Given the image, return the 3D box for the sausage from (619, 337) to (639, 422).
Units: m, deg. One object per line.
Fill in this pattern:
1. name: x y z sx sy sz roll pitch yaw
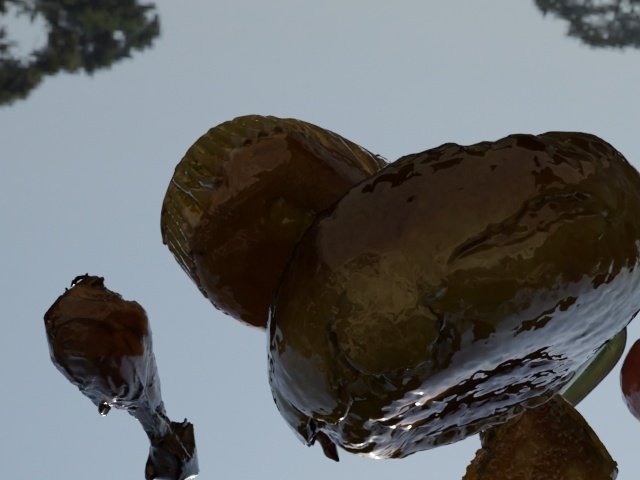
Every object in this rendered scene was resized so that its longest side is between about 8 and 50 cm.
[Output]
1. sausage: 0.452 0.185 1.430 0.148 0.148 0.254 36 -175 39

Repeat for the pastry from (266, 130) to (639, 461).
1. pastry: 0.119 0.054 0.936 0.356 0.356 0.163 -6 -125 -28

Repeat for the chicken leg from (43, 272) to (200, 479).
1. chicken leg: -0.199 0.163 1.248 0.093 0.304 0.113 9 -130 36

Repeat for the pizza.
1. pizza: 0.205 0.262 1.188 0.147 0.226 0.069 32 -177 7

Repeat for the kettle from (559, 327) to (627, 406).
1. kettle: 0.317 0.112 1.507 0.240 0.255 0.165 43 171 -31

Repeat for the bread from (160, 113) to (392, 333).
1. bread: 0.000 0.000 1.102 0.288 0.204 0.156 29 -176 -27
